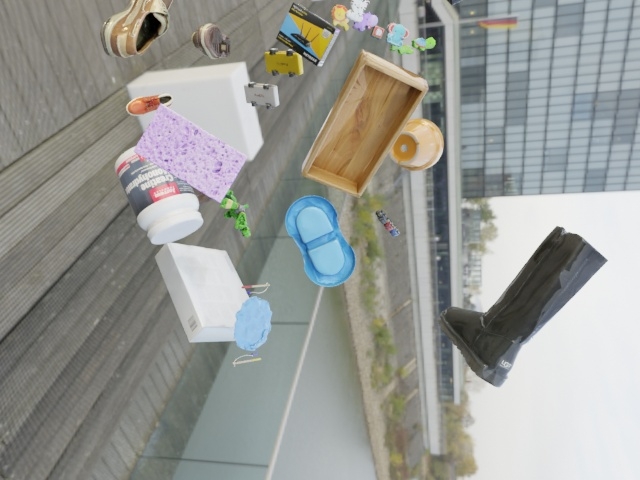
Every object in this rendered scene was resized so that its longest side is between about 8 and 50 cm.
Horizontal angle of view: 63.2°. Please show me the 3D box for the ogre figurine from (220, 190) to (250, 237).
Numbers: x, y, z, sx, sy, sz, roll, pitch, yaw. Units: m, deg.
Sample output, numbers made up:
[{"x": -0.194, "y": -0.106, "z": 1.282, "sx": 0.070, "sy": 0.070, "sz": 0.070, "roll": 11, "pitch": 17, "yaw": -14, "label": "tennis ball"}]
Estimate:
[{"x": -0.317, "y": -0.108, "z": 1.968, "sx": 0.197, "sy": 0.097, "sz": 0.118, "roll": 45, "pitch": -1, "yaw": -8, "label": "ogre figurine"}]

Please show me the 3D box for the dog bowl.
[{"x": 0.000, "y": 0.000, "z": 1.661, "sx": 0.074, "sy": 0.166, "sz": 0.297, "roll": -101, "pitch": 167, "yaw": -85, "label": "dog bowl"}]

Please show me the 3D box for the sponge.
[{"x": -0.272, "y": -0.182, "z": 1.096, "sx": 0.117, "sy": 0.210, "sz": 0.031, "roll": -59, "pitch": -173, "yaw": -2, "label": "sponge"}]

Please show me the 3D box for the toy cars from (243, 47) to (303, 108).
[{"x": -0.180, "y": -0.663, "z": 2.128, "sx": 0.087, "sy": 0.394, "sz": 0.176, "roll": -32, "pitch": 87, "yaw": -40, "label": "toy cars"}]

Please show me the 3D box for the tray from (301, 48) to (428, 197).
[{"x": 0.119, "y": -0.329, "z": 1.537, "sx": 0.076, "sy": 0.203, "sz": 0.411, "roll": -88, "pitch": -157, "yaw": -49, "label": "tray"}]

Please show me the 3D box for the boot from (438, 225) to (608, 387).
[{"x": 0.551, "y": 0.144, "z": 1.487, "sx": 0.445, "sy": 0.146, "sz": 0.367, "roll": -59, "pitch": -162, "yaw": 13, "label": "boot"}]

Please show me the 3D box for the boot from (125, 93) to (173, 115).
[{"x": -0.571, "y": -0.461, "z": 1.746, "sx": 0.085, "sy": 0.158, "sz": 0.059, "roll": 17, "pitch": -53, "yaw": 62, "label": "boot"}]

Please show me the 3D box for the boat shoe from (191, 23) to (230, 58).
[{"x": -0.349, "y": -0.601, "z": 1.588, "sx": 0.257, "sy": 0.095, "sz": 0.095, "roll": -72, "pitch": 168, "yaw": -80, "label": "boat shoe"}]

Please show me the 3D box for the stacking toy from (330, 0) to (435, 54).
[{"x": 0.138, "y": -0.480, "z": 1.173, "sx": 0.167, "sy": 0.221, "sz": 0.052, "roll": -119, "pitch": -131, "yaw": -71, "label": "stacking toy"}]

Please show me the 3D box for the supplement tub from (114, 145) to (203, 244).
[{"x": -0.491, "y": -0.145, "z": 1.591, "sx": 0.272, "sy": 0.191, "sz": 0.191, "roll": 63, "pitch": 11, "yaw": 9, "label": "supplement tub"}]

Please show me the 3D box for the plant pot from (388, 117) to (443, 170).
[{"x": 0.348, "y": -0.363, "z": 2.001, "sx": 0.188, "sy": 0.205, "sz": 0.205, "roll": -26, "pitch": 114, "yaw": -59, "label": "plant pot"}]

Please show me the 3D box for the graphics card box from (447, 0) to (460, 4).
[{"x": 0.461, "y": -0.778, "z": 1.364, "sx": 0.094, "sy": 0.371, "sz": 0.232, "roll": 64, "pitch": 4, "yaw": -51, "label": "graphics card box"}]

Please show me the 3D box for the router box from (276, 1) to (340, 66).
[{"x": -0.042, "y": -0.680, "z": 1.718, "sx": 0.133, "sy": 0.179, "sz": 0.046, "roll": -59, "pitch": 168, "yaw": 24, "label": "router box"}]

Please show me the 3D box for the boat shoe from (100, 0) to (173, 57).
[{"x": -0.490, "y": -0.627, "z": 1.485, "sx": 0.122, "sy": 0.120, "sz": 0.324, "roll": 87, "pitch": 21, "yaw": -58, "label": "boat shoe"}]

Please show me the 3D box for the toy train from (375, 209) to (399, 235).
[{"x": 0.212, "y": -0.050, "z": 1.620, "sx": 0.158, "sy": 0.027, "sz": 0.036, "roll": 39, "pitch": 34, "yaw": -53, "label": "toy train"}]

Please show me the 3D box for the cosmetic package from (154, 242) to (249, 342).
[{"x": -0.402, "y": 0.187, "z": 1.883, "sx": 0.284, "sy": 0.097, "sz": 0.377, "roll": 10, "pitch": 40, "yaw": -49, "label": "cosmetic package"}]

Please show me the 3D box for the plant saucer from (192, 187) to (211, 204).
[{"x": -0.536, "y": -0.222, "z": 2.197, "sx": 0.310, "sy": 0.311, "sz": 0.050, "roll": 51, "pitch": 16, "yaw": -68, "label": "plant saucer"}]

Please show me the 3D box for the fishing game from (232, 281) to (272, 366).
[{"x": -0.226, "y": 0.271, "z": 1.713, "sx": 0.189, "sy": 0.041, "sz": 0.264, "roll": 0, "pitch": 95, "yaw": -56, "label": "fishing game"}]
